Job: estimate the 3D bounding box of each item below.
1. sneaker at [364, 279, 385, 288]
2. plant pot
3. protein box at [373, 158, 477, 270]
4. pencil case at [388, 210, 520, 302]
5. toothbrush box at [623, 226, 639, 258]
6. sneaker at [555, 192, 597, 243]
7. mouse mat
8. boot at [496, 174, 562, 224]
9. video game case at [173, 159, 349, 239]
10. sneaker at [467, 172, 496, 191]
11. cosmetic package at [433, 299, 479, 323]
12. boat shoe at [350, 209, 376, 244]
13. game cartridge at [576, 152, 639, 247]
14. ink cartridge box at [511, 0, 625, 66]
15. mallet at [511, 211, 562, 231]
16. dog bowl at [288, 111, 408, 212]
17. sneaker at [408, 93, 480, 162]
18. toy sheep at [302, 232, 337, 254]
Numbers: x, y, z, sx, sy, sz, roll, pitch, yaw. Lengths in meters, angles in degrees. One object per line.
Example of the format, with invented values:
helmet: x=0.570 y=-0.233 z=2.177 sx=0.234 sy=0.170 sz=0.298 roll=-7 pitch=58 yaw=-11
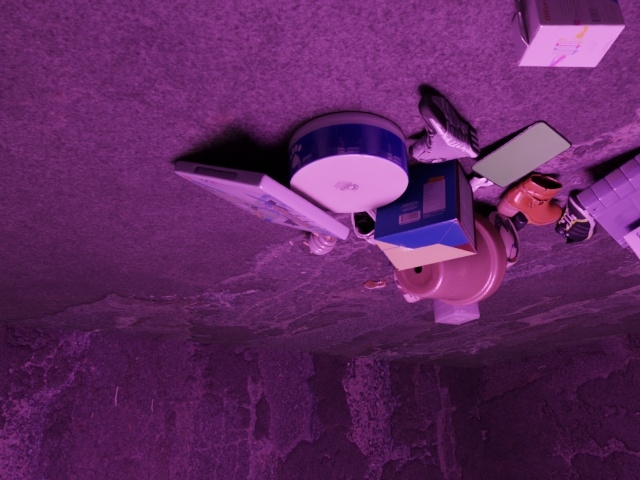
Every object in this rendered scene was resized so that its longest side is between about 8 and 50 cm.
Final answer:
sneaker: x=0.213 y=0.176 z=2.070 sx=0.083 sy=0.031 sz=0.037 roll=-4 pitch=156 yaw=8
plant pot: x=0.322 y=0.055 z=1.406 sx=0.229 sy=0.262 sz=0.263 roll=-8 pitch=167 yaw=-46
protein box: x=0.249 y=-0.064 z=1.262 sx=0.200 sy=0.201 sz=0.136 roll=-15 pitch=136 yaw=28
pencil case: x=0.401 y=0.048 z=1.603 sx=0.160 sy=0.183 sz=0.410 roll=12 pitch=152 yaw=-39
toothbrush box: x=0.957 y=-0.030 z=1.349 sx=0.206 sy=0.122 sz=0.283 roll=10 pitch=136 yaw=-47
sneaker: x=0.703 y=-0.044 z=1.477 sx=0.097 sy=0.084 sz=0.235 roll=-30 pitch=144 yaw=16
mouse mat: x=0.458 y=-0.192 z=1.218 sx=0.153 sy=0.007 sz=0.190 roll=19 pitch=138 yaw=-39
boot: x=0.579 y=-0.107 z=1.382 sx=0.197 sy=0.072 sz=0.152 roll=3 pitch=152 yaw=-16
video game case: x=-0.135 y=-0.094 z=1.265 sx=0.300 sy=0.036 sz=0.329 roll=14 pitch=171 yaw=39
sneaker: x=0.381 y=-0.148 z=1.323 sx=0.109 sy=0.040 sz=0.044 roll=-27 pitch=136 yaw=35
cosmetic package: x=0.437 y=0.147 z=1.760 sx=0.107 sy=0.237 sz=0.127 roll=9 pitch=158 yaw=-16
boat shoe: x=0.127 y=-0.046 z=1.408 sx=0.096 sy=0.088 sz=0.267 roll=11 pitch=154 yaw=14
game cartridge: x=0.812 y=-0.102 z=1.336 sx=0.230 sy=0.068 sz=0.355 roll=-35 pitch=142 yaw=29
ink cartridge box: x=0.365 y=-0.332 z=0.817 sx=0.143 sy=0.092 sz=0.090 roll=1 pitch=157 yaw=-1
mallet: x=0.646 y=-0.054 z=1.556 sx=0.190 sy=0.039 sz=0.062 roll=0 pitch=156 yaw=-12
dog bowl: x=0.060 y=-0.163 z=1.180 sx=0.265 sy=0.104 sz=0.265 roll=-1 pitch=157 yaw=0
sneaker: x=0.228 y=-0.212 z=1.104 sx=0.132 sy=0.086 sz=0.229 roll=-16 pitch=154 yaw=36
toy sheep: x=0.000 y=0.000 z=1.586 sx=0.091 sy=0.091 sz=0.132 roll=11 pitch=149 yaw=-27
